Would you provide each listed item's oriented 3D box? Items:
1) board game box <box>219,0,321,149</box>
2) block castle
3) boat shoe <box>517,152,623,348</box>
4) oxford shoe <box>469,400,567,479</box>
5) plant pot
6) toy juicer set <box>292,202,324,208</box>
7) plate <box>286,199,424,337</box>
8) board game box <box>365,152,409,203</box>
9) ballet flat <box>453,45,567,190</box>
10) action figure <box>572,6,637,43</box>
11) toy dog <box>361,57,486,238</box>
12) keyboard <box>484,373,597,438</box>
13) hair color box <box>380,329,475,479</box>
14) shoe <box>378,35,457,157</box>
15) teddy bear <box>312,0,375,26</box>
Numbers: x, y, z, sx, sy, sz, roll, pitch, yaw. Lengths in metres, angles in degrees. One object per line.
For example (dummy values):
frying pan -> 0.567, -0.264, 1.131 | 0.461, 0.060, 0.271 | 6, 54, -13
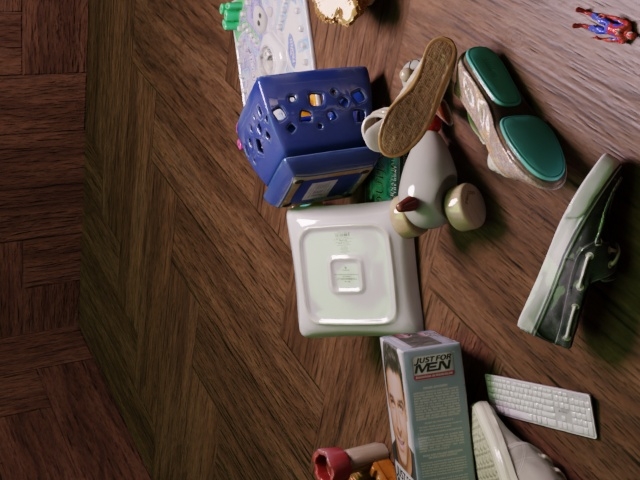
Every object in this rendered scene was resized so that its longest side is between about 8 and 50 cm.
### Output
board game box -> -0.129, -0.430, 2.226 | 0.390, 0.050, 0.390 | -5, 93, 61
block castle -> 0.102, 0.676, 1.924 | 0.453, 0.213, 0.303 | 55, 142, 39
boat shoe -> 0.390, 0.023, 1.357 | 0.102, 0.108, 0.301 | 26, 112, 19
oxford shoe -> 0.355, 0.427, 1.504 | 0.449, 0.130, 0.169 | -117, 14, -57
plant pot -> -0.018, -0.198, 1.864 | 0.236, 0.236, 0.212 | 128, 129, -66
toy juicer set -> 0.000, 0.000, 2.079 | 0.329, 0.089, 0.209 | -128, 23, -80
plate -> 0.059, 0.065, 1.857 | 0.277, 0.045, 0.278 | -2, 98, 27
board game box -> 0.132, -0.116, 1.857 | 0.126, 0.026, 0.186 | 23, 117, 57
ballet flat -> 0.296, -0.174, 1.478 | 0.106, 0.107, 0.316 | 110, 151, -47
action figure -> 0.404, -0.303, 1.314 | 0.115, 0.030, 0.038 | 38, 124, 50
toy dog -> 0.164, -0.154, 1.622 | 0.220, 0.161, 0.334 | -37, 65, 31
keyboard -> 0.363, 0.274, 1.550 | 0.256, 0.014, 0.072 | 1, 98, 61
hair color box -> 0.201, 0.366, 1.713 | 0.185, 0.113, 0.374 | -171, 74, -81
shoe -> 0.168, -0.234, 1.550 | 0.076, 0.058, 0.219 | 31, 97, 11
teddy bear -> 0.081, -0.576, 1.756 | 0.245, 0.113, 0.338 | 7, 101, 39
